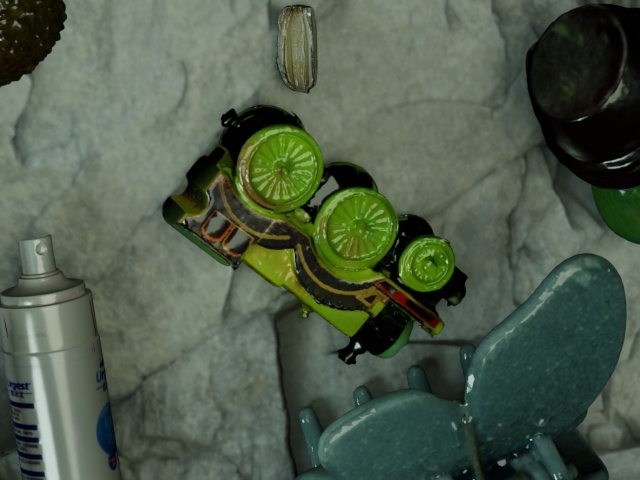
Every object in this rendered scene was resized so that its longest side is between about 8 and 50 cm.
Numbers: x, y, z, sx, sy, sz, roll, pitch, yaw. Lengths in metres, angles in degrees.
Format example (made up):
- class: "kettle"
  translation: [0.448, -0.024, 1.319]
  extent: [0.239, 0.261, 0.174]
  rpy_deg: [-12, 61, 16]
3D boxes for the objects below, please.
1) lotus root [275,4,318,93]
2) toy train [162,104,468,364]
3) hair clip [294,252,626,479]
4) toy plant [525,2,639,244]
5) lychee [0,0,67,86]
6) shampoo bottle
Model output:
- class: "lotus root"
  translation: [-0.022, -0.179, 1.814]
  extent: [0.037, 0.030, 0.083]
  rpy_deg: [-1, 96, 11]
- class: "toy train"
  translation: [0.000, 0.000, 1.810]
  extent: [0.296, 0.100, 0.160]
  rpy_deg: [37, 92, -20]
- class: "hair clip"
  translation: [0.140, 0.225, 1.812]
  extent: [0.318, 0.238, 0.392]
  rpy_deg: [-22, 103, -14]
- class: "toy plant"
  translation: [0.304, -0.120, 1.871]
  extent: [0.235, 0.175, 0.218]
  rpy_deg: [27, 81, -46]
- class: "lychee"
  translation: [-0.305, -0.198, 1.653]
  extent: [0.171, 0.171, 0.171]
  rpy_deg: [-3, 98, -19]
- class: "shampoo bottle"
  translation: [-0.235, 0.145, 1.751]
  extent: [0.092, 0.092, 0.303]
  rpy_deg: [-10, 99, -18]
